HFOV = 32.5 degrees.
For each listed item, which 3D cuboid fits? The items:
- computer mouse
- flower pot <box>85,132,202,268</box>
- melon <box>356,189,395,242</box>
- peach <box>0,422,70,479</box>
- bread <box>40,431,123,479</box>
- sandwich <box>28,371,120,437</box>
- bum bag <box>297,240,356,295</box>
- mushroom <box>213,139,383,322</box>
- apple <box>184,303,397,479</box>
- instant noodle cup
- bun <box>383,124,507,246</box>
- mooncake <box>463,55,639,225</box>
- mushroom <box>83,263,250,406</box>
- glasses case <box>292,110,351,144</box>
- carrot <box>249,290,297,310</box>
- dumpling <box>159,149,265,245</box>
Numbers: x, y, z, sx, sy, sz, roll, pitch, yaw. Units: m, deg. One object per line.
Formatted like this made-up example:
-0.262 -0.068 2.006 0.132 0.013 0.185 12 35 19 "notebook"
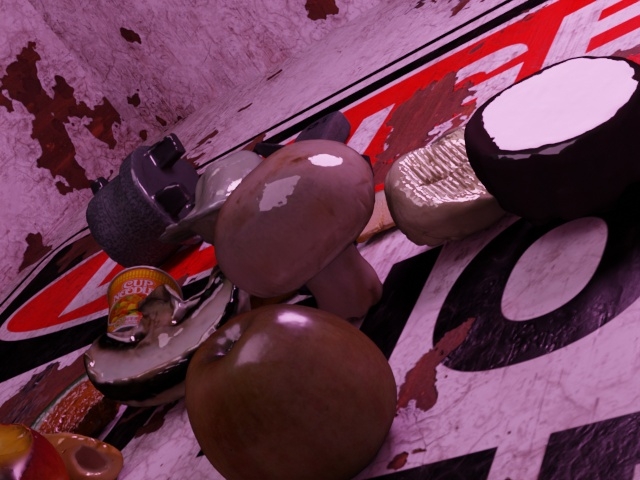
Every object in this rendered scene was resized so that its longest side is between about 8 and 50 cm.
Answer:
-0.013 -0.155 2.324 0.168 0.087 0.295 2 9 -39 "computer mouse"
-0.406 -0.102 2.752 0.283 0.299 0.299 -37 16 25 "flower pot"
0.144 -0.060 1.983 0.182 0.054 0.098 -24 27 35 "melon"
-0.516 0.441 1.681 0.306 0.242 0.380 -40 14 -24 "peach"
-0.464 0.387 1.904 0.305 0.142 0.091 -13 61 51 "bread"
-0.443 0.326 2.112 0.159 0.079 0.235 7 50 51 "sandwich"
0.000 0.000 2.006 0.310 0.137 0.074 -61 -14 -54 "bum bag"
-0.008 -0.006 1.750 0.297 0.290 0.297 -41 12 11 "mushroom"
-0.041 0.197 1.402 0.257 0.234 0.257 -36 15 11 "apple"
-0.369 0.170 2.244 0.168 0.168 0.185 -32 26 17 "instant noodle cup"
0.212 -0.077 1.765 0.230 0.145 0.229 -6 45 6 "bun"
0.356 -0.145 1.591 0.283 0.141 0.283 -20 33 13 "mooncake"
-0.259 0.175 1.977 0.344 0.130 0.247 -37 37 2 "mushroom"
-0.019 -0.198 2.594 0.131 0.074 0.323 -26 21 28 "glasses case"
-0.134 0.121 2.041 0.314 0.066 0.066 -32 18 12 "carrot"
-0.182 -0.057 2.320 0.270 0.212 0.320 -52 -17 -25 "dumpling"
